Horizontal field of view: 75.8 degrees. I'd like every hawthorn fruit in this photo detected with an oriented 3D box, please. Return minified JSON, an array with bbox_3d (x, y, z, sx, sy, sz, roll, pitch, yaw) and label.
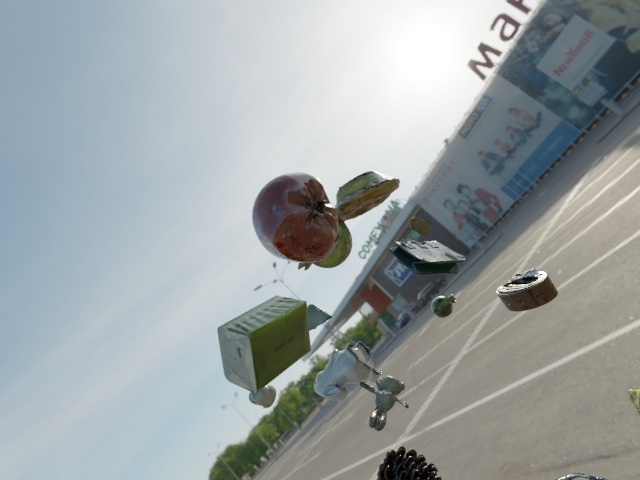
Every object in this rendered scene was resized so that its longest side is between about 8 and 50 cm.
[{"bbox_3d":[-0.074,-0.068,1.265,0.284,0.284,0.284,-42,-15,-14],"label":"hawthorn fruit"}]

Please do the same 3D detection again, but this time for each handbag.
[{"bbox_3d":[0.520,0.077,2.002,0.326,0.238,0.090,0,-62,-33],"label":"handbag"}]

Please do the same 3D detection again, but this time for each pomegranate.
[{"bbox_3d":[0.000,0.000,2.113,0.358,0.309,0.216,-48,11,38],"label":"pomegranate"},{"bbox_3d":[0.641,0.333,2.119,0.142,0.115,0.115,-29,-20,-22],"label":"pomegranate"}]

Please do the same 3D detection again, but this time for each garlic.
[{"bbox_3d":[-0.226,0.598,1.590,0.112,0.074,0.094,-23,29,8],"label":"garlic"}]

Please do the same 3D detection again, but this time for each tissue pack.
[{"bbox_3d":[-0.176,0.328,1.356,0.274,0.167,0.201,-25,-65,-50],"label":"tissue pack"}]

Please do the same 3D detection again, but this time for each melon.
[{"bbox_3d":[-0.034,0.399,2.154,0.202,0.140,0.093,-28,-21,13],"label":"melon"}]

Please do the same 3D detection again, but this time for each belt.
[{"bbox_3d":[0.863,0.209,1.726,0.184,0.105,0.261,-35,-3,-11],"label":"belt"}]

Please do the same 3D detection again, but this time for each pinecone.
[{"bbox_3d":[0.378,0.992,1.697,0.246,0.247,0.292,-36,5,-35],"label":"pinecone"}]

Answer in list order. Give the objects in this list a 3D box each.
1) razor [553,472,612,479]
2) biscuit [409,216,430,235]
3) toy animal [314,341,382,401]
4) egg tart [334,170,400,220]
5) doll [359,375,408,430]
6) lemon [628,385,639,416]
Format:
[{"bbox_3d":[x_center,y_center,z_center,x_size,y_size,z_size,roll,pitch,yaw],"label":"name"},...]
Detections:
[{"bbox_3d":[0.730,0.777,1.278,0.323,0.056,0.093,-15,-23,-5],"label":"razor"},{"bbox_3d":[0.536,-0.074,2.209,0.018,0.147,0.071,4,69,65],"label":"biscuit"},{"bbox_3d":[0.113,0.690,2.097,0.357,0.258,0.193,-49,-38,17],"label":"toy animal"},{"bbox_3d":[0.227,-0.256,2.276,0.442,0.178,0.443,-27,-6,-3],"label":"egg tart"},{"bbox_3d":[0.272,0.663,1.689,0.286,0.202,0.091,-106,15,-72],"label":"doll"},{"bbox_3d":[0.975,0.455,1.101,0.186,0.243,0.187,-22,-63,-53],"label":"lemon"}]
